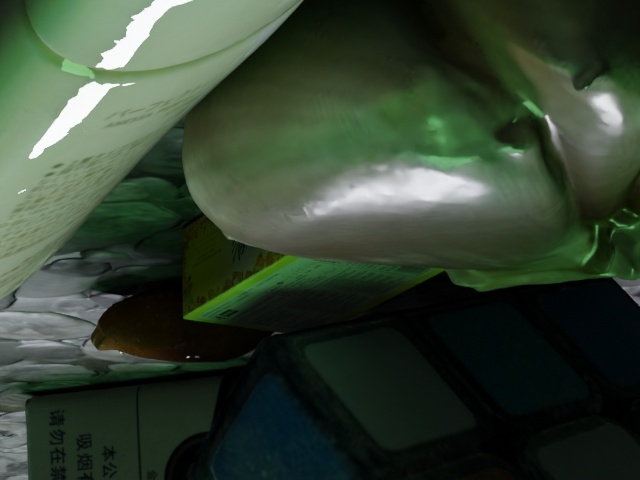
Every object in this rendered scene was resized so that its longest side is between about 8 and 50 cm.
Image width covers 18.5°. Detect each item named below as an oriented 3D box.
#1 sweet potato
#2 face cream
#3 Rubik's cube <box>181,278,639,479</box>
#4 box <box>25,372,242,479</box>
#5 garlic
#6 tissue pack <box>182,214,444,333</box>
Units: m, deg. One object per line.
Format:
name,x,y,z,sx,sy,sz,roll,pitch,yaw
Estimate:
sweet potato,-0.058,0.050,1.296,0.195,0.056,0.056,-12,161,8
face cream,-0.080,-0.074,0.738,0.173,0.081,0.348,-42,-178,-37
Rubik's cube,0.107,0.263,1.236,0.363,0.359,0.362,-14,140,-43
box,-0.097,0.192,1.534,0.259,0.168,0.071,-9,163,12
garlic,0.076,-0.056,0.860,0.279,0.132,0.325,-12,163,12
tissue pack,0.000,0.000,1.135,0.095,0.062,0.176,9,159,-29
